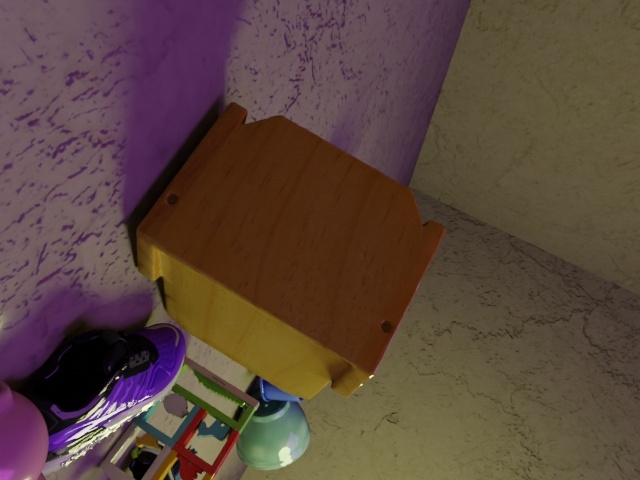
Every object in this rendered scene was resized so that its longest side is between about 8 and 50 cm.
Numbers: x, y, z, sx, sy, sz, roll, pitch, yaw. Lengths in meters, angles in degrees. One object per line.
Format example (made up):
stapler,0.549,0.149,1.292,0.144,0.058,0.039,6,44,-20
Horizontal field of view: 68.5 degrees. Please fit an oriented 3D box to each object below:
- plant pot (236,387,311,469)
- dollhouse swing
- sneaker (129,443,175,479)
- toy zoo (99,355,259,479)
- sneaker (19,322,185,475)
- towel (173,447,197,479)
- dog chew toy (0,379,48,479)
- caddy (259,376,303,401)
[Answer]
plant pot,-0.193,0.687,1.798,0.293,0.292,0.196,-45,133,-56
dollhouse swing,-0.058,0.048,0.742,0.315,0.346,0.305,-59,177,-17
sneaker,-0.341,0.543,0.977,0.084,0.235,0.097,-29,171,3
toy zoo,-0.278,0.394,0.907,0.293,0.192,0.030,-56,167,-32
sneaker,-0.277,0.172,0.639,0.293,0.102,0.146,-41,154,-61
towel,-0.403,0.658,1.352,0.067,0.029,0.119,-67,168,19
dog chew toy,-0.340,0.281,0.416,0.206,0.206,0.332,-2,110,-76
caddy,-0.130,0.454,1.723,0.341,0.179,0.242,20,76,-78
